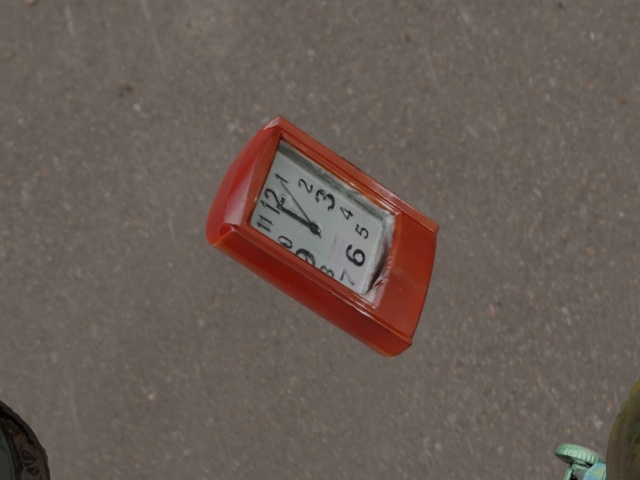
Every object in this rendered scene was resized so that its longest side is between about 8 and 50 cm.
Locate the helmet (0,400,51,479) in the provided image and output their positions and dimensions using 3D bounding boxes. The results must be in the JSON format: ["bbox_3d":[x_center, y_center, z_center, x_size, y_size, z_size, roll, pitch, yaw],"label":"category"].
[{"bbox_3d":[-0.335,0.186,0.730,0.177,0.305,0.225,9,80,25],"label":"helmet"}]

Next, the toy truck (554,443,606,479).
[{"bbox_3d":[0.396,0.390,1.534,0.156,0.279,0.155,12,70,29],"label":"toy truck"}]

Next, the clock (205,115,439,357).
[{"bbox_3d":[0.000,0.000,0.770,0.061,0.155,0.113,-35,27,45],"label":"clock"}]

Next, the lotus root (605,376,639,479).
[{"bbox_3d":[0.228,0.113,0.549,0.138,0.119,0.235,36,106,1],"label":"lotus root"}]
